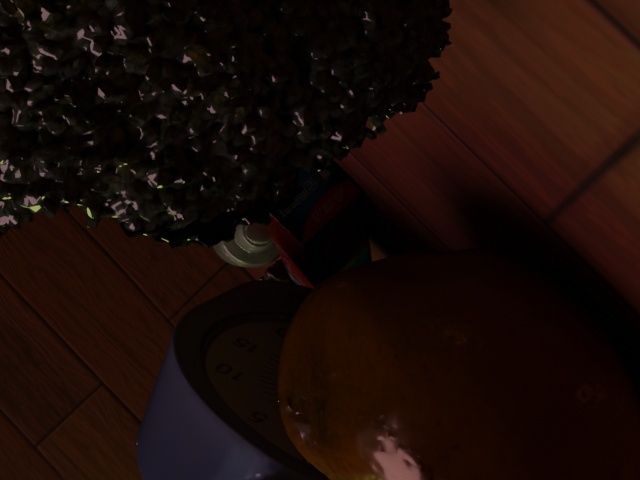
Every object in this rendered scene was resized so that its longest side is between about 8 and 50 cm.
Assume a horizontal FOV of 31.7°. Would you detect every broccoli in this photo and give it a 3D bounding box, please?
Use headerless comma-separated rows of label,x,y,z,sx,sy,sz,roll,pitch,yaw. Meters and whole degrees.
broccoli,-0.073,-0.139,0.532,0.221,0.252,0.361,52,-154,-17

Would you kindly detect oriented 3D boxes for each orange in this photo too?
orange,0.092,0.096,0.723,0.249,0.183,0.249,30,166,9

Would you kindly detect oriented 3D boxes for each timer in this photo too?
timer,0.027,0.177,0.966,0.395,0.173,0.395,20,-161,-7

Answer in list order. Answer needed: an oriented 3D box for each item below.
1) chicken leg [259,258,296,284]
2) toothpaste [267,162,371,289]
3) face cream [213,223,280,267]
chicken leg,0.002,0.072,1.489,0.196,0.080,0.125,17,-171,38
toothpaste,0.001,-0.001,1.138,0.066,0.076,0.320,45,173,12
face cream,-0.091,-0.013,1.513,0.101,0.101,0.252,47,173,-6
